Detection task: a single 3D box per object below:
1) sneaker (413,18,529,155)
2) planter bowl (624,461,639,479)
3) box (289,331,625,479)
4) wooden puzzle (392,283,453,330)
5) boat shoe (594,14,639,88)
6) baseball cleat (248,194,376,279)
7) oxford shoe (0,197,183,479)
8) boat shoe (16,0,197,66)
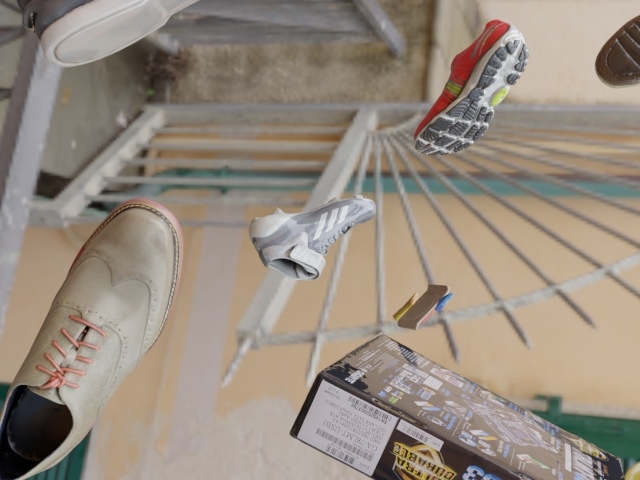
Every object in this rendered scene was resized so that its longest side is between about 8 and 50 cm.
[{"bbox_3d":[0.261,-0.268,1.752,0.107,0.279,0.118,20,33,-33],"label":"sneaker"},{"bbox_3d":[0.412,0.297,0.987,0.217,0.217,0.090,-34,127,-70],"label":"planter bowl"},{"bbox_3d":[0.147,0.197,0.945,0.073,0.293,0.295,-64,168,7],"label":"box"},{"bbox_3d":[0.137,0.089,1.306,0.078,0.014,0.116,-48,-169,-5],"label":"wooden puzzle"},{"bbox_3d":[0.364,-0.213,1.033,0.068,0.190,0.072,60,-6,0],"label":"boat shoe"},{"bbox_3d":[0.000,0.000,1.358,0.109,0.205,0.072,66,-31,20],"label":"baseball cleat"},{"bbox_3d":[-0.250,0.119,1.061,0.348,0.123,0.130,-63,-177,16],"label":"oxford shoe"},{"bbox_3d":[-0.071,-0.240,0.724,0.112,0.335,0.096,109,-45,-85],"label":"boat shoe"}]
